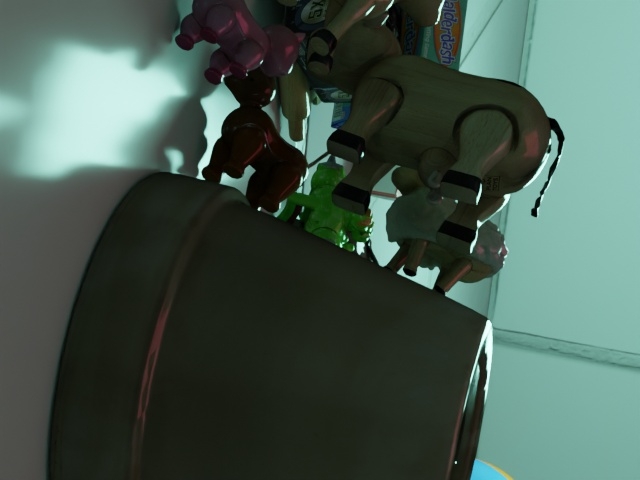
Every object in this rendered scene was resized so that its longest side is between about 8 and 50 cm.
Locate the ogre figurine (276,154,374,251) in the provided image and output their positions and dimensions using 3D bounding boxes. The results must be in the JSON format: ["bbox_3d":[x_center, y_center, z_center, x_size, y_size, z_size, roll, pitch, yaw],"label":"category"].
[{"bbox_3d":[0.000,0.000,1.720,0.118,0.097,0.197,102,14,-49],"label":"ogre figurine"}]

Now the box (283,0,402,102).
[{"bbox_3d":[0.025,-0.227,1.563,0.180,0.077,0.147,50,43,-71],"label":"box"}]

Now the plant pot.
[{"bbox_3d":[-0.021,0.128,1.284,0.323,0.280,0.323,11,90,-79],"label":"plant pot"}]

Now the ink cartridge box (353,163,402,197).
[{"bbox_3d":[0.096,-0.110,2.142,0.198,0.067,0.115,15,86,-77],"label":"ink cartridge box"}]

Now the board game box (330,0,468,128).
[{"bbox_3d":[0.081,-0.201,1.697,0.210,0.047,0.160,173,-73,-68],"label":"board game box"}]

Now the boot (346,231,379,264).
[{"bbox_3d":[0.020,0.085,1.980,0.248,0.090,0.207,35,54,-76],"label":"boot"}]

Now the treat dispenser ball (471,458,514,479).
[{"bbox_3d":[0.217,0.496,2.697,0.288,0.288,0.288,10,90,-78],"label":"treat dispenser ball"}]

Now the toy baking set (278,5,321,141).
[{"bbox_3d":[-0.004,-0.203,1.676,0.256,0.030,0.197,87,18,-47],"label":"toy baking set"}]

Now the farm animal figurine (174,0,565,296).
[{"bbox_3d":[0.051,-0.129,1.334,0.172,0.326,0.330,-58,176,-30],"label":"farm animal figurine"}]
